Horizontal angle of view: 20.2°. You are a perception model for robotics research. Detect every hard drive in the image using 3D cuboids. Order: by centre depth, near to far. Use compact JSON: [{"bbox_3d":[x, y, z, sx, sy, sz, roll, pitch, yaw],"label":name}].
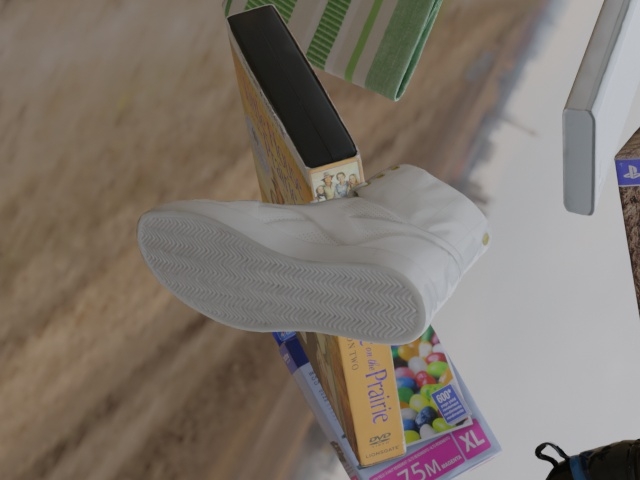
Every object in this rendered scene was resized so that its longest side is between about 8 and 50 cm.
[{"bbox_3d":[0.341,-0.209,2.072,0.203,0.040,0.307,77,31,-56],"label":"hard drive"}]

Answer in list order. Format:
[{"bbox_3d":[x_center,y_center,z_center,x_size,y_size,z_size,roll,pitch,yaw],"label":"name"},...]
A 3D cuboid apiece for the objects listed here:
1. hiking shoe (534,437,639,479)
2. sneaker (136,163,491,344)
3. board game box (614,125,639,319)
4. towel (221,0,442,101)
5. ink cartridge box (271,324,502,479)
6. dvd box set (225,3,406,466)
[{"bbox_3d":[0.239,0.291,1.300,0.113,0.132,0.304,14,67,-52],"label":"hiking shoe"},{"bbox_3d":[0.000,0.000,1.542,0.169,0.292,0.108,-42,136,-47],"label":"sneaker"},{"bbox_3d":[0.425,0.028,1.687,0.141,0.232,0.291,-42,123,-57],"label":"board game box"},{"bbox_3d":[0.027,-0.347,2.350,0.038,0.325,0.248,17,98,-56],"label":"towel"},{"bbox_3d":[0.077,0.183,2.305,0.186,0.311,0.065,-28,170,-14],"label":"ink cartridge box"},{"bbox_3d":[-0.004,-0.003,1.936,0.307,0.062,0.420,-118,-167,-48],"label":"dvd box set"}]
